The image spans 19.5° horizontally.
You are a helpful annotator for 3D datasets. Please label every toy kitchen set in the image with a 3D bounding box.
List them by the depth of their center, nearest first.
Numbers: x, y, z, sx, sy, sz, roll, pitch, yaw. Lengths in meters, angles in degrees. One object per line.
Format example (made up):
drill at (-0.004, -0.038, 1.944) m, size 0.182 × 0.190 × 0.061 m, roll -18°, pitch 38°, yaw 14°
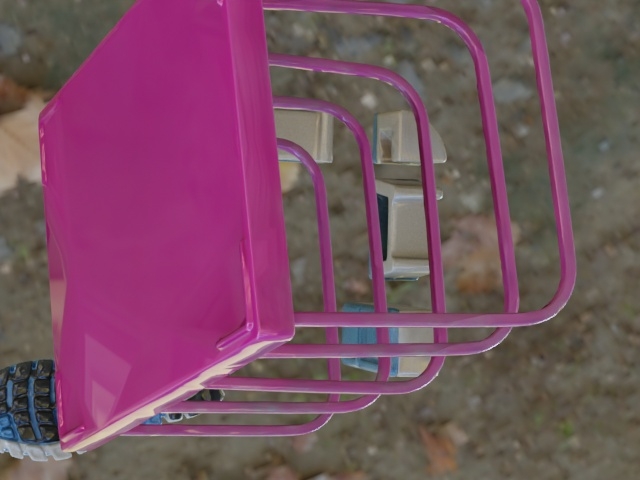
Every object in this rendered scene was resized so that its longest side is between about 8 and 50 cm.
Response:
toy kitchen set at (0.000, 0.000, 1.478) m, size 0.166 × 0.122 × 0.207 m, roll 2°, pitch 90°, yaw -17°

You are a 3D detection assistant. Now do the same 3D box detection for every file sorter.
file sorter at (-0.017, -0.014, 0.986) m, size 0.182 × 0.202 × 0.291 m, roll 1°, pitch 164°, yaw -25°

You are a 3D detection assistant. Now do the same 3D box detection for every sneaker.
sneaker at (-0.164, 0.107, 1.318) m, size 0.191 × 0.083 × 0.071 m, roll -8°, pitch 98°, yaw -23°
